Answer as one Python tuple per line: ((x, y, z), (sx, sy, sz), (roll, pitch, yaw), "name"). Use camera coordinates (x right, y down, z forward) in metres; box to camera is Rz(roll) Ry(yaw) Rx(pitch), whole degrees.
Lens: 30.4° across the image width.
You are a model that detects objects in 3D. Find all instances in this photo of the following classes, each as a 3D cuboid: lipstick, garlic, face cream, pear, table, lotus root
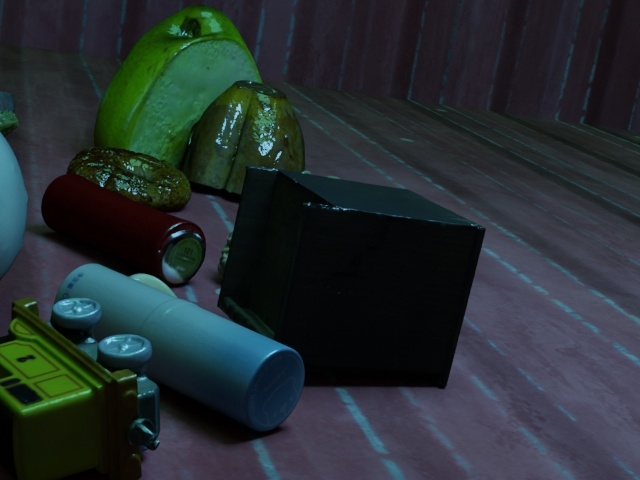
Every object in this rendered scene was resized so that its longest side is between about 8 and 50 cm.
((-0.237, -0.016, 1.399), (0.241, 0.080, 0.080), (22, 19, 40), "lipstick")
((-0.185, 0.061, 1.204), (0.053, 0.041, 0.083), (56, 34, 9), "garlic")
((-0.130, 0.090, 1.042), (0.250, 0.077, 0.077), (20, 17, 37), "face cream")
((-0.242, -0.260, 1.970), (0.286, 0.282, 0.176), (-4, 27, -46), "pear")
((0.023, 0.036, 1.175), (0.193, 0.172, 0.169), (8, 13, -26), "table")
((-0.112, -0.159, 1.873), (0.188, 0.180, 0.199), (9, 13, -20), "lotus root")

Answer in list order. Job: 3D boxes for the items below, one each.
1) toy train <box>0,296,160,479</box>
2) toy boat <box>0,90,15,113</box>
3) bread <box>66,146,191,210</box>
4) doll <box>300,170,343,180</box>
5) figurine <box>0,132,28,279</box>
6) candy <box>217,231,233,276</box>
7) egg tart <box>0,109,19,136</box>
((-0.201, 0.113, 0.888), (0.127, 0.089, 0.219), (-14, 26, -36), "toy train")
((-0.611, -0.222, 2.019), (0.155, 0.085, 0.227), (10, -1, -37), "toy boat")
((-0.278, -0.089, 1.707), (0.193, 0.064, 0.193), (12, 15, -3), "bread")
((-0.001, -0.058, 1.740), (0.089, 0.102, 0.179), (-38, 31, -7), "doll")
((-0.434, 0.008, 1.030), (0.394, 0.227, 0.274), (-13, 54, -44), "figurine")
((-0.060, 0.025, 1.378), (0.095, 0.085, 0.110), (9, 0, -41), "candy")
((-0.565, -0.176, 1.826), (0.197, 0.078, 0.197), (10, 11, -2), "egg tart")
